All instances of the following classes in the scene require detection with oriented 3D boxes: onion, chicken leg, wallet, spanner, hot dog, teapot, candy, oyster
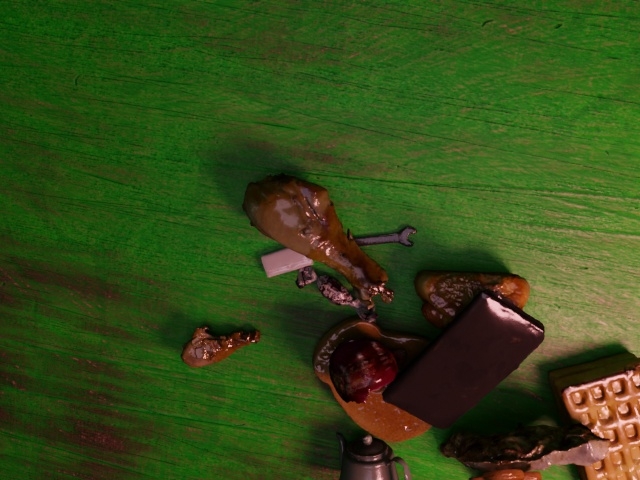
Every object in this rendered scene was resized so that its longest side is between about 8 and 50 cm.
[{"bbox_3d":[0.110,0.279,1.208,0.198,0.173,0.136,-24,82,-33],"label":"onion"},{"bbox_3d":[-0.257,0.258,1.332,0.207,0.085,0.101,-16,86,0],"label":"chicken leg"},{"bbox_3d":[-0.083,0.048,1.295,0.122,0.025,0.061,-17,86,9],"label":"wallet"},{"bbox_3d":[0.110,0.002,1.274,0.254,0.015,0.054,-6,98,8],"label":"spanner"},{"bbox_3d":[0.348,0.149,1.212,0.256,0.150,0.153,2,89,6],"label":"hot dog"},{"bbox_3d":[0.127,0.555,1.288,0.239,0.162,0.149,3,97,49],"label":"teapot"},{"bbox_3d":[0.041,0.129,1.272,0.226,0.094,0.051,29,120,7],"label":"candy"},{"bbox_3d":[0.444,0.470,1.190,0.395,0.204,0.111,-14,61,24],"label":"oyster"},{"bbox_3d":[0.000,0.000,1.219,0.429,0.153,0.201,42,107,-2],"label":"chicken leg"},{"bbox_3d":[0.318,0.276,1.159,0.197,0.051,0.378,29,117,-12],"label":"wallet"}]

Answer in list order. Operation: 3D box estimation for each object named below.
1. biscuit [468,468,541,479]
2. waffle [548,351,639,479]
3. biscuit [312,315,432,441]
[{"bbox_3d":[0.439,0.575,1.234,0.165,0.250,0.036,-13,57,13],"label":"biscuit"},{"bbox_3d":[0.699,0.448,1.243,0.224,0.098,0.328,-19,99,11],"label":"waffle"},{"bbox_3d":[0.161,0.331,1.302,0.287,0.057,0.344,-44,92,11],"label":"biscuit"}]
